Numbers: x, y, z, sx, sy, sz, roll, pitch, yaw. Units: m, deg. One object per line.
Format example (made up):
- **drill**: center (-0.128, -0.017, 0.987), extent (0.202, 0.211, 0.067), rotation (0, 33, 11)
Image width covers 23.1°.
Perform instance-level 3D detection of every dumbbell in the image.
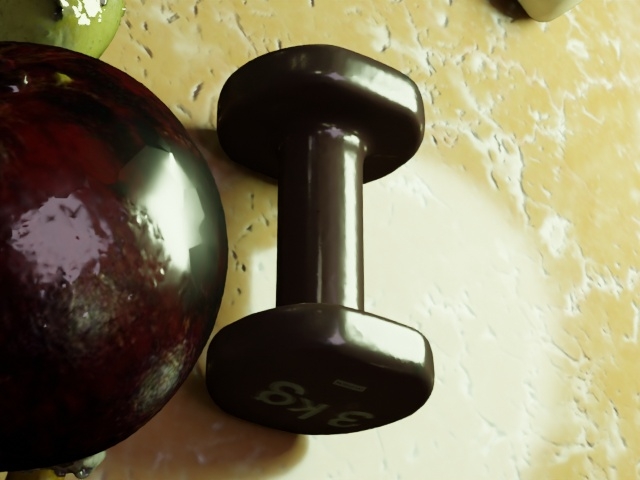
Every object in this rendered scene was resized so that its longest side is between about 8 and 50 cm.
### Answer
- **dumbbell**: center (0.000, 0.000, 0.977), extent (0.140, 0.124, 0.225), rotation (21, 56, -31)

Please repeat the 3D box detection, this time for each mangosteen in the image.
- **mangosteen**: center (-0.154, 0.036, 0.788), extent (0.235, 0.235, 0.261), rotation (-40, 134, -45)

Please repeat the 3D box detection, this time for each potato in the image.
- **potato**: center (-0.167, -0.184, 0.953), extent (0.105, 0.085, 0.188), rotation (-10, 95, -73)

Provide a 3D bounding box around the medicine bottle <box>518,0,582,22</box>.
- **medicine bottle**: center (0.151, -0.307, 1.277), extent (0.252, 0.114, 0.114), rotation (54, 45, -4)
